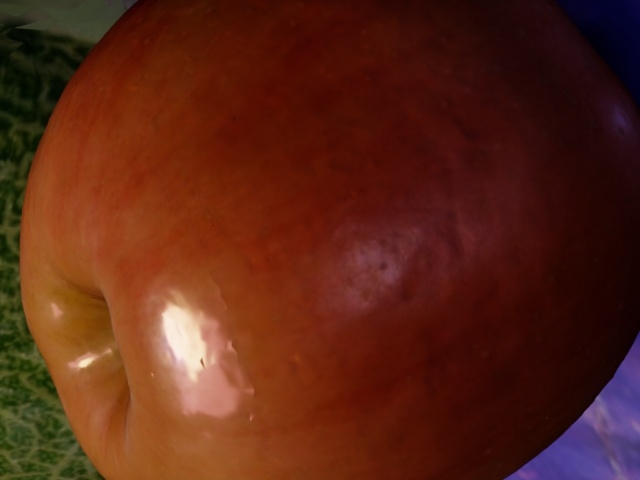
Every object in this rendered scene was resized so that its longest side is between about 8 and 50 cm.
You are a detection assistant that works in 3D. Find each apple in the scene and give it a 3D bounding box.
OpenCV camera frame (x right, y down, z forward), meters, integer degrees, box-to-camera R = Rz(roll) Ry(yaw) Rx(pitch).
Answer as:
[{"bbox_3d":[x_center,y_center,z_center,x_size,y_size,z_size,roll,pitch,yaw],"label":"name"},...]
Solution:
[{"bbox_3d":[0.000,0.000,0.464,0.199,0.199,0.199,40,150,29],"label":"apple"}]

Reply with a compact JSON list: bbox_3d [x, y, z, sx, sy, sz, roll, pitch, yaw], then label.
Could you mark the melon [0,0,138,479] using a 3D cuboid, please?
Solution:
[{"bbox_3d":[-0.154,0.019,0.737,0.331,0.226,0.343,13,149,-3],"label":"melon"}]
